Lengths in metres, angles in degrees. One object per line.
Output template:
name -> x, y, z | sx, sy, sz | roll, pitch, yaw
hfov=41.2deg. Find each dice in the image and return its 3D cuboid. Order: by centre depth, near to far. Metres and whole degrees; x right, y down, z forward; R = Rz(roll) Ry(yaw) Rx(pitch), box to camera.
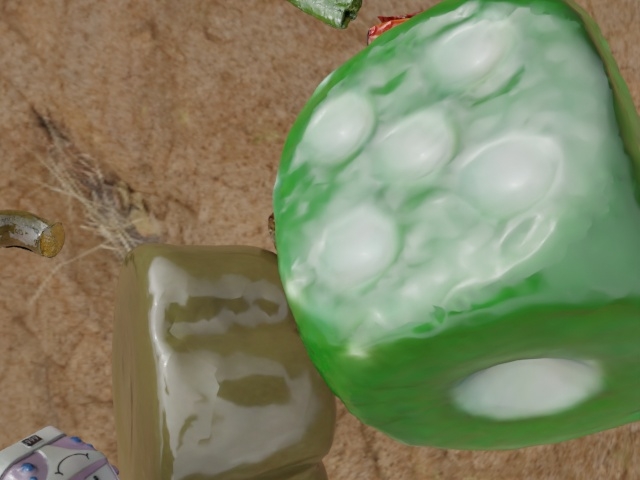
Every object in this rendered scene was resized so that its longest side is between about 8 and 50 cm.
dice -> 0.147, -0.006, 0.721 | 0.287, 0.297, 0.300 | -24, 52, 24

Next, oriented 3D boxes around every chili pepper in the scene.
chili pepper -> -0.086, -0.514, 1.673 | 0.359, 0.076, 0.085 | 28, 87, 15

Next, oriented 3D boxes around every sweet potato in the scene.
sweet potato -> -0.653, -0.003, 1.679 | 0.285, 0.085, 0.112 | -10, 73, -13

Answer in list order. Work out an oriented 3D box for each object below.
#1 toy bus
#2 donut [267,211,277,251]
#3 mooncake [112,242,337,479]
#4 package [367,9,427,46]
toy bus -> -0.316, 0.328, 0.958 | 0.142, 0.142, 0.203 | 27, 105, 16
donut -> 0.009, -0.005, 1.291 | 0.126, 0.186, 0.144 | 53, 138, 15
mooncake -> -0.158, 0.219, 1.240 | 0.262, 0.467, 0.467 | -4, 83, -20
package -> 0.196, -0.248, 1.725 | 0.196, 0.123, 0.424 | 5, 99, 50
